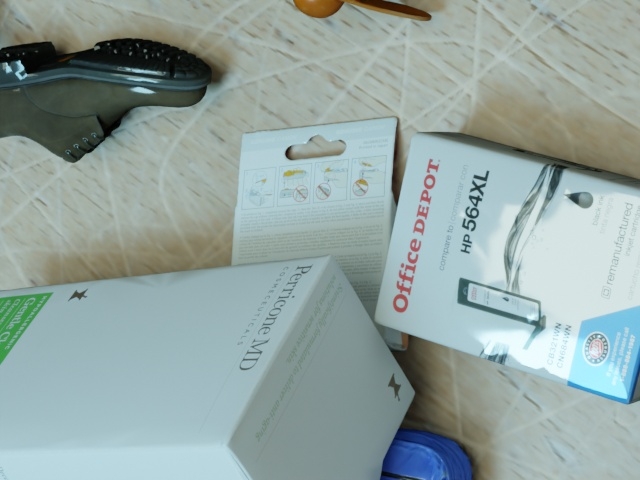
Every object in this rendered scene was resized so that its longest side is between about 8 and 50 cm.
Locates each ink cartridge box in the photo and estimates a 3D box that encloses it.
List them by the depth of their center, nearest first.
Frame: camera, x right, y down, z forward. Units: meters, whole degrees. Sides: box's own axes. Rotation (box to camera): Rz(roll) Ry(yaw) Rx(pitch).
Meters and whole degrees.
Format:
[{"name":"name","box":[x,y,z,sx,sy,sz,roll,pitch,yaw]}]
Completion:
[{"name":"ink cartridge box","box":[0.154,0.015,1.169,0.203,0.086,0.148,16,100,26]},{"name":"ink cartridge box","box":[0.000,0.000,1.288,0.145,0.045,0.179,-4,72,29]}]

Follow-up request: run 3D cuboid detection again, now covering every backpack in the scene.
[{"name":"backpack","box":[0.063,0.203,1.220,0.098,0.101,0.120,9,93,21]}]

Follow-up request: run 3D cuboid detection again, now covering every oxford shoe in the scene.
[{"name":"oxford shoe","box":[-0.185,-0.115,1.359,0.227,0.083,0.096,1,111,29]}]

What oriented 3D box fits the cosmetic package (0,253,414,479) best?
[{"name":"cosmetic package","box":[-0.140,0.140,1.230,0.365,0.197,0.155,-9,126,34]}]

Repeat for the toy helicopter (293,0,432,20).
[{"name":"toy helicopter","box":[-0.042,-0.263,1.189,0.355,0.140,0.235,-5,106,5]}]
